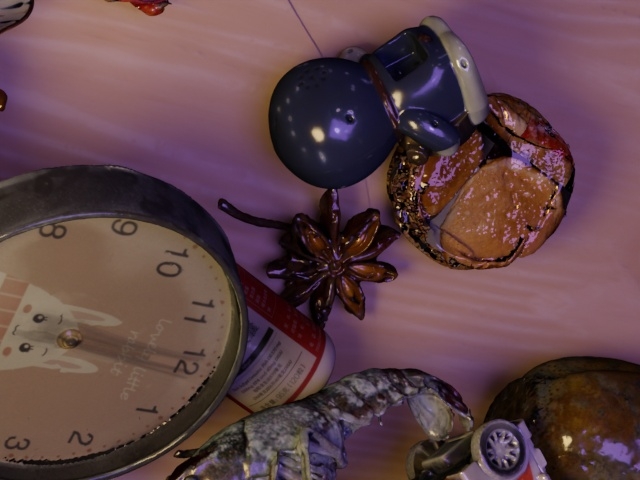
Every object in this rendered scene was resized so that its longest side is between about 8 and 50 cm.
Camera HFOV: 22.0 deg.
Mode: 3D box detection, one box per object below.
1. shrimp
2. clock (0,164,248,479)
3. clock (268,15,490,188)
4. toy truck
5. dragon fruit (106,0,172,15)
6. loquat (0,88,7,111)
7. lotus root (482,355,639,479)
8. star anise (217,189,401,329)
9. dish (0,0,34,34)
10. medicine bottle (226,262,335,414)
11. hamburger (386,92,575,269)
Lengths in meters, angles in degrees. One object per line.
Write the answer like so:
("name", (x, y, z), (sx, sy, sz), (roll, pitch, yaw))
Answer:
("shrimp", (-0.021, 0.242, 1.805), (0.410, 0.221, 0.166), (-34, 95, -27))
("clock", (-0.259, 0.100, 1.698), (0.386, 0.076, 0.386), (-11, 129, -14))
("clock", (0.056, -0.157, 1.897), (0.243, 0.199, 0.146), (-25, 138, -5))
("toy truck", (0.115, 0.375, 1.859), (0.387, 0.173, 0.207), (-35, 94, -32))
("dragon fruit", (-0.203, -0.309, 1.832), (0.112, 0.068, 0.126), (16, 77, -34))
("loquat", (-0.434, -0.091, 1.675), (0.193, 0.238, 0.238), (37, 82, -29))
("lotus root", (0.376, 0.268, 2.057), (0.346, 0.250, 0.250), (18, 89, -20))
("star anise", (0.000, -0.001, 1.937), (0.177, 0.073, 0.234), (-32, 126, -7))
("dish", (-0.400, -0.270, 1.735), (0.190, 0.066, 0.191), (12, 63, -24))
("medicine bottle", (-0.108, 0.097, 1.881), (0.250, 0.131, 0.131), (38, 81, -23))
("hamburger", (0.193, -0.071, 2.004), (0.231, 0.107, 0.231), (-5, 102, -23))
